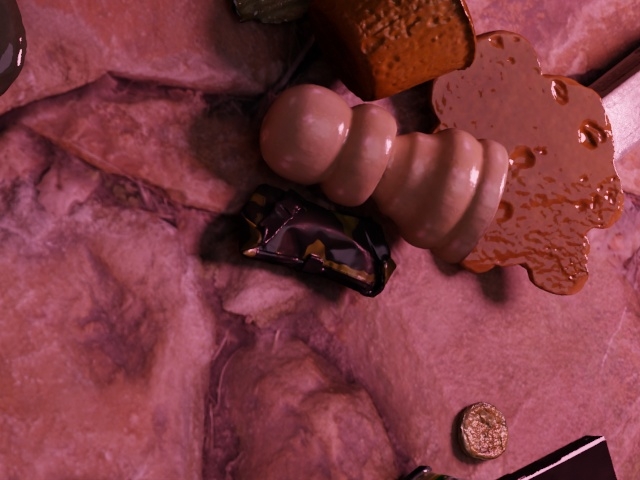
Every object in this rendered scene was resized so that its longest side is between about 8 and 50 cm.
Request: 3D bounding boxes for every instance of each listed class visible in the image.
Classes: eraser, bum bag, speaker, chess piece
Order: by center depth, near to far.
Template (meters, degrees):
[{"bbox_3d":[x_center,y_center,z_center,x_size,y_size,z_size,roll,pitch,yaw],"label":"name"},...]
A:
[{"bbox_3d":[0.070,-0.099,1.720,0.299,0.167,0.167,22,73,-16],"label":"chess piece"},{"bbox_3d":[0.000,0.000,1.731,0.232,0.060,0.107,18,69,-30],"label":"bum bag"},{"bbox_3d":[0.314,0.342,1.898,0.218,0.044,0.082,-20,95,-33],"label":"speaker"},{"bbox_3d":[0.480,-0.222,2.039,0.404,0.098,0.096,-35,104,-29],"label":"eraser"}]

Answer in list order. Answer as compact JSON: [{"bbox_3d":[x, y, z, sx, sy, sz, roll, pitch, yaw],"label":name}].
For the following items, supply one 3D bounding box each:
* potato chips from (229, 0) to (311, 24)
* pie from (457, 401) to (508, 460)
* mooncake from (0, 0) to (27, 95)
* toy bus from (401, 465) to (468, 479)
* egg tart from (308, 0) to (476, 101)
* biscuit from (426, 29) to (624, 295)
[{"bbox_3d":[-0.032,-0.329,1.769,0.207,0.028,0.092,-16,94,-31],"label":"potato chips"},{"bbox_3d":[0.221,0.259,1.864,0.084,0.021,0.084,5,80,-28],"label":"pie"},{"bbox_3d":[-0.406,-0.217,1.478,0.168,0.104,0.175,21,76,-32],"label":"mooncake"},{"bbox_3d":[0.181,0.434,1.733,0.133,0.164,0.276,-34,102,-29],"label":"toy bus"},{"bbox_3d":[0.091,-0.281,1.739,0.171,0.215,0.215,-33,102,-12],"label":"egg tart"},{"bbox_3d":[0.273,-0.100,1.870,0.269,0.051,0.376,-22,96,-4],"label":"biscuit"}]
